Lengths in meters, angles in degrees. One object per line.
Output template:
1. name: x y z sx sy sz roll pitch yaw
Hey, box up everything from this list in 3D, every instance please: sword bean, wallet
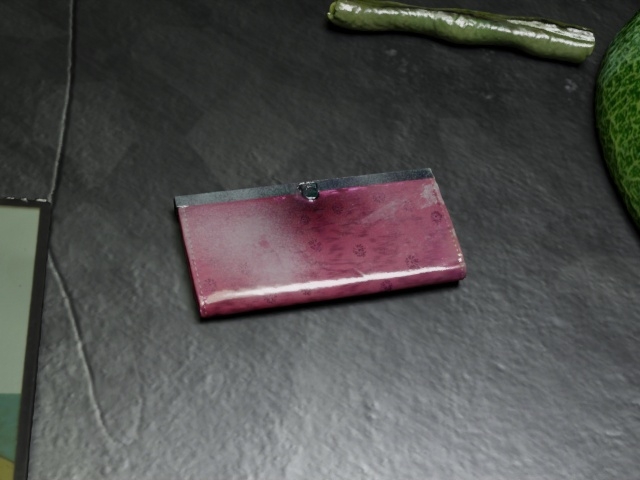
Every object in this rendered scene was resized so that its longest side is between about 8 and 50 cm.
1. sword bean: 0.140 -0.214 1.126 0.269 0.038 0.043 7 28 -5
2. wallet: 0.000 0.000 0.952 0.232 0.025 0.119 -7 57 -14

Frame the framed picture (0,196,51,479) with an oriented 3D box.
1. framed picture: -0.331 0.083 0.818 0.244 0.013 0.323 3 49 -12

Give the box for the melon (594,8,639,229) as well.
1. melon: 0.400 -0.127 1.031 0.226 0.331 0.343 9 33 -51
